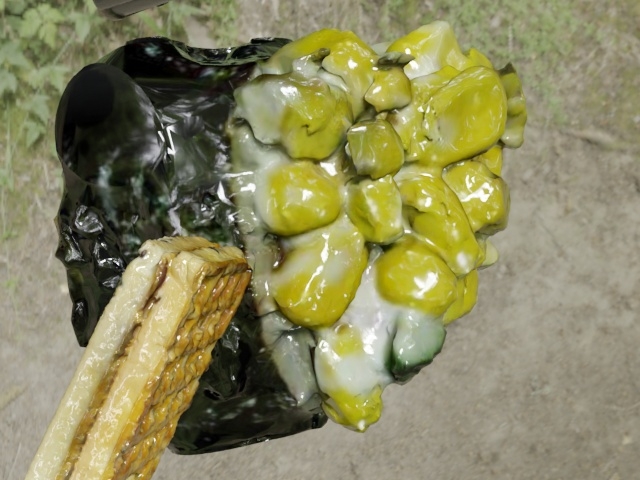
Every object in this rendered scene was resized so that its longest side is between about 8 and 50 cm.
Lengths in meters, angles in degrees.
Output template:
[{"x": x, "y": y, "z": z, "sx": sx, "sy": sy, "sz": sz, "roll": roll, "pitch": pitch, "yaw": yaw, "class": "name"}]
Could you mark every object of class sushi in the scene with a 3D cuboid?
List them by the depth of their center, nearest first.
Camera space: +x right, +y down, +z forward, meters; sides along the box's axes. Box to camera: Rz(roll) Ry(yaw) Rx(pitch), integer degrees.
[{"x": 0.000, "y": 0.000, "z": 0.711, "sx": 0.285, "sy": 0.328, "sz": 0.329, "roll": 4, "pitch": 95, "yaw": 21, "class": "sushi"}]

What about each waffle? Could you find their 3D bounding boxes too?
[{"x": -0.090, "y": 0.068, "z": 0.485, "sx": 0.042, "sy": 0.102, "sz": 0.148, "roll": 27, "pitch": 96, "yaw": 8, "class": "waffle"}]

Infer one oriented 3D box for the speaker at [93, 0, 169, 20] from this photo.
[{"x": -0.111, "y": -0.312, "z": 0.729, "sx": 0.192, "sy": 0.153, "sz": 0.231, "roll": -33, "pitch": 112, "yaw": -34, "class": "speaker"}]
